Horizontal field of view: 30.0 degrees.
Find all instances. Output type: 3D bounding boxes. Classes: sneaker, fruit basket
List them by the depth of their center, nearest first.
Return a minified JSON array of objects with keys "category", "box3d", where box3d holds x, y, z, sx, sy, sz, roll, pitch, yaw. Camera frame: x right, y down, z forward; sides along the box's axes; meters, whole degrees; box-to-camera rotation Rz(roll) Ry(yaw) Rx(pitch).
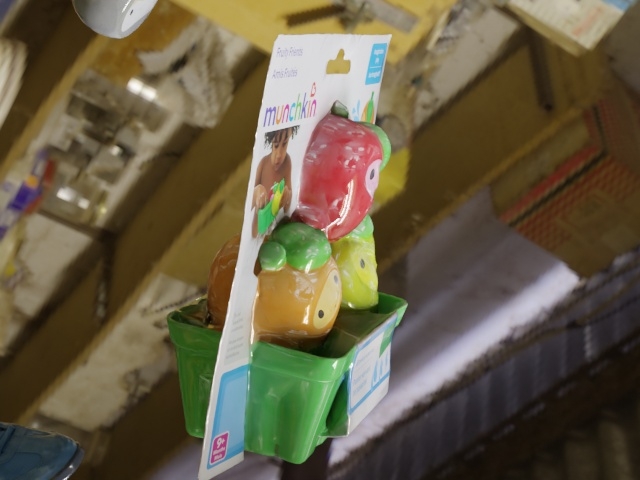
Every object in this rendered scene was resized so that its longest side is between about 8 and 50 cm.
[{"category":"fruit basket","box3d":[0.000,0.000,1.029,0.327,0.165,0.353,-26,133,-70]},{"category":"sneaker","box3d":[-0.303,0.183,1.036,0.209,0.082,0.069,-8,-150,29]}]

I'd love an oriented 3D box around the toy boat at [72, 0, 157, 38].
[{"category":"toy boat","box3d":[-0.246,-0.184,0.764,0.148,0.318,0.267,121,-42,-55]}]
